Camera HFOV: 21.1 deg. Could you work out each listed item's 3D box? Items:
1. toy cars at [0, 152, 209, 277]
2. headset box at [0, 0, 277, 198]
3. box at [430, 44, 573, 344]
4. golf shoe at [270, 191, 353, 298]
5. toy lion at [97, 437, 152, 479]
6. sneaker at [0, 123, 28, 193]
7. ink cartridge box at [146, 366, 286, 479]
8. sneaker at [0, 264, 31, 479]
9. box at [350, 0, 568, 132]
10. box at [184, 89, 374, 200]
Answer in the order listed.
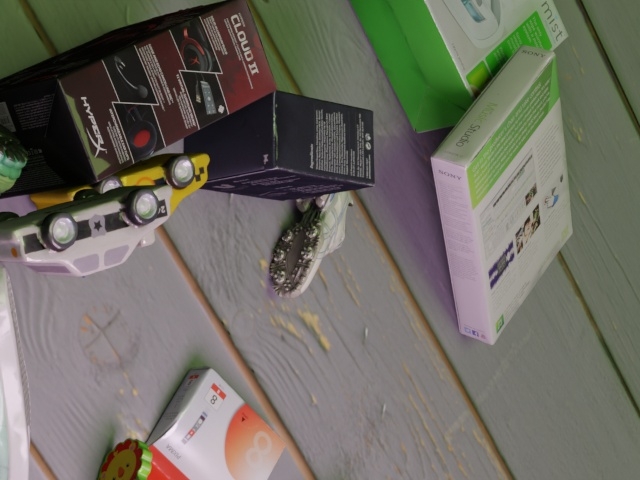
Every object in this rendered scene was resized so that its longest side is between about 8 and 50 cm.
[{"bbox_3d":[-0.216,-0.016,1.713,0.393,0.176,0.087,-61,142,-77],"label":"toy cars"},{"bbox_3d":[-0.205,-0.149,1.751,0.293,0.218,0.110,-32,108,-42],"label":"headset box"},{"bbox_3d":[0.237,-0.056,2.194,0.232,0.058,0.322,-50,146,-33],"label":"box"},{"bbox_3d":[0.000,0.000,2.047,0.086,0.069,0.176,41,59,-41],"label":"golf shoe"},{"bbox_3d":[-0.210,0.259,1.798,0.034,0.096,0.100,33,103,-37],"label":"toy lion"},{"bbox_3d":[-0.420,-0.098,1.584,0.283,0.110,0.122,30,100,-9],"label":"sneaker"},{"bbox_3d":[-0.129,0.252,1.902,0.145,0.045,0.179,49,52,-29],"label":"ink cartridge box"},{"bbox_3d":[-0.352,0.144,1.611,0.151,0.094,0.256,-7,117,-6],"label":"sneaker"},{"bbox_3d":[0.168,-0.311,2.209,0.231,0.127,0.262,-42,114,-37],"label":"box"},{"bbox_3d":[-0.046,-0.104,1.947,0.158,0.156,0.093,7,79,-44],"label":"box"}]
